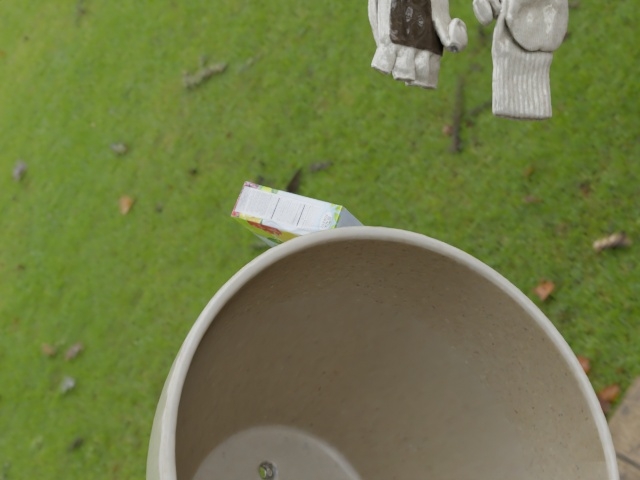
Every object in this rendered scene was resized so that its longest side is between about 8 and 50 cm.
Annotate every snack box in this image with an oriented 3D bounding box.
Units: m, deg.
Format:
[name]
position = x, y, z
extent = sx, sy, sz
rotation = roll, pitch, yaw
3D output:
[snack box]
position = 0.000, 0.000, 1.050
extent = 0.100, 0.141, 0.037
rotation = 17, 78, 30

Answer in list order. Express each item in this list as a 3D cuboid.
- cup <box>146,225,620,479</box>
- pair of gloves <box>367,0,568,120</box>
[cup]
position = 0.012, 0.188, 0.874
extent = 0.237, 0.331, 0.331
rotation = 135, 149, -56
[pair of gloves]
position = 0.169, -0.249, 1.343
extent = 0.042, 0.240, 0.204
rotation = 162, 118, -68
